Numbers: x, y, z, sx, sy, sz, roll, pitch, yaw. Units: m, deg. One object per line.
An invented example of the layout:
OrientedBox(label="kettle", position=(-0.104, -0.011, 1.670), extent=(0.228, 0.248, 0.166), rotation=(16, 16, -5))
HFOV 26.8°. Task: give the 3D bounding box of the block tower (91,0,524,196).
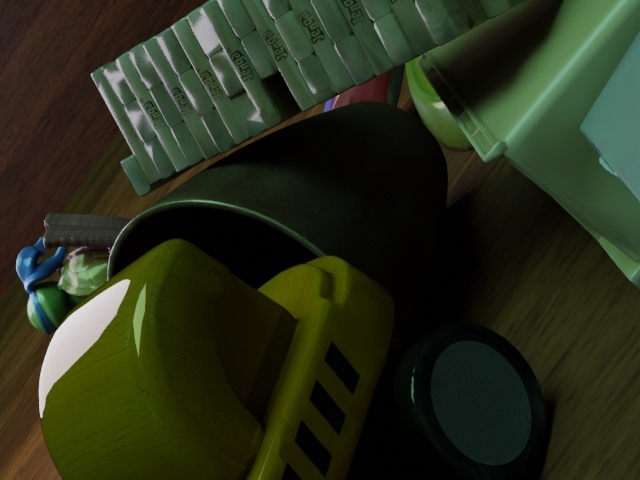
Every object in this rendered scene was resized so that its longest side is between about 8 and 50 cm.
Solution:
OrientedBox(label="block tower", position=(-0.017, -0.128, 0.849), extent=(0.335, 0.097, 0.091), rotation=(-23, 7, 47))

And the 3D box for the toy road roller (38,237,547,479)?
OrientedBox(label="toy road roller", position=(-0.051, 0.152, 0.719), extent=(0.202, 0.240, 0.329), rotation=(-34, 28, 50))

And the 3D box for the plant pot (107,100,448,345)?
OrientedBox(label="plant pot", position=(0.000, 0.000, 0.966), extent=(0.215, 0.215, 0.230), rotation=(-37, 11, 45))

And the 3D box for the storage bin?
OrientedBox(label="storage bin", position=(0.199, -0.149, 0.812), extent=(0.262, 0.123, 0.260), rotation=(-51, 18, 13))

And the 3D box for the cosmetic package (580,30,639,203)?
OrientedBox(label="cosmetic package", position=(0.232, -0.112, 0.621), extent=(0.127, 0.107, 0.238), rotation=(-96, 31, -66))

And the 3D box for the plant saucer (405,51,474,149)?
OrientedBox(label="plant saucer", position=(0.131, -0.193, 1.082), extent=(0.241, 0.037, 0.241), rotation=(-43, 38, 48))

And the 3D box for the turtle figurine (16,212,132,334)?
OrientedBox(label="turtle figurine", position=(-0.133, 0.057, 1.332), extent=(0.266, 0.275, 0.198), rotation=(-35, -5, -2))

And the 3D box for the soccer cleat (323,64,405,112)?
OrientedBox(label="soccer cleat", position=(0.043, -0.151, 1.228), extent=(0.095, 0.083, 0.248), rotation=(129, 154, -71))
